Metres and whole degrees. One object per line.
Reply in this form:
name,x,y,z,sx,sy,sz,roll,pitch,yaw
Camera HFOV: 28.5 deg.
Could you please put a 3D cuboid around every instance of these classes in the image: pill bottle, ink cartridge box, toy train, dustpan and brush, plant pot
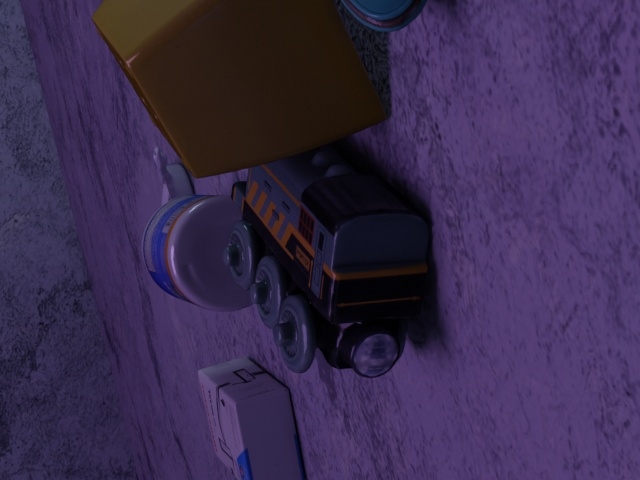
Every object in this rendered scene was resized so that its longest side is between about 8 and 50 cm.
pill bottle,-0.160,0.012,1.717,0.272,0.152,0.152,-175,72,-72
ink cartridge box,-0.105,0.271,1.856,0.203,0.086,0.148,-160,57,-68
toy train,0.000,0.000,1.280,0.334,0.142,0.190,-129,42,-56
dustpan and brush,-0.243,-0.089,2.037,0.211,0.060,0.147,103,148,-55
plant pot,-0.093,-0.185,1.203,0.212,0.187,0.212,62,174,-35

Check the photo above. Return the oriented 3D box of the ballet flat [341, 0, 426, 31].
ballet flat,0.035,-0.256,1.075,0.247,0.083,0.087,65,-177,30
